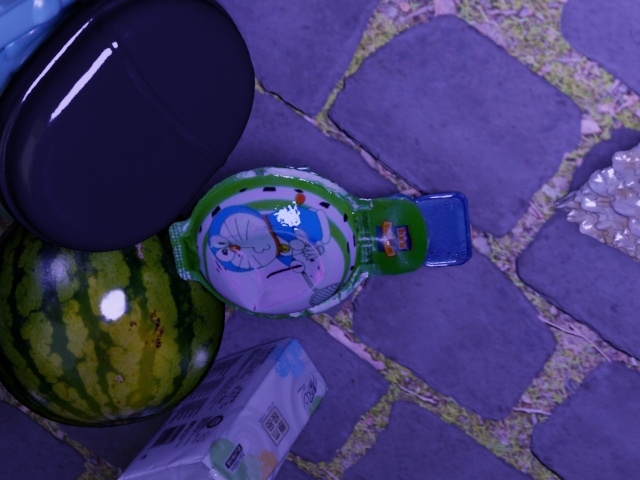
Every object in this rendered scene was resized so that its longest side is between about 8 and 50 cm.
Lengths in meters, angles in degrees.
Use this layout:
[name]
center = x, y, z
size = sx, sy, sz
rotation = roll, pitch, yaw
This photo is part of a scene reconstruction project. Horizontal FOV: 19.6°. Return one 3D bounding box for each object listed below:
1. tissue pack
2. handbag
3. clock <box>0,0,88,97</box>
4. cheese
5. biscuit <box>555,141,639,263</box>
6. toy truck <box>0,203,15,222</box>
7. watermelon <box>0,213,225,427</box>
[tissue pack]
center = -0.098, 0.248, 2.186
size = 0.159, 0.229, 0.145
rotation = -20, 113, 41
[handbag]
center = -0.199, -0.123, 1.920
size = 0.254, 0.308, 0.093
rotation = 44, 177, -42
[clock]
center = -0.286, -0.167, 1.980
size = 0.094, 0.223, 0.274
rotation = 25, 143, 39
[cheese]
center = 0.000, 0.000, 1.977
size = 0.320, 0.083, 0.204
rotation = -4, 126, 6
[biscuit]
center = 0.364, -0.045, 1.744
size = 0.179, 0.084, 0.281
rotation = 47, 142, -11
[toy truck]
center = -0.365, -0.085, 2.220
size = 0.067, 0.081, 0.175
rotation = 31, 155, 9
[watermelon]
center = -0.246, 0.077, 2.109
size = 0.285, 0.285, 0.285
rotation = 18, 132, 21
